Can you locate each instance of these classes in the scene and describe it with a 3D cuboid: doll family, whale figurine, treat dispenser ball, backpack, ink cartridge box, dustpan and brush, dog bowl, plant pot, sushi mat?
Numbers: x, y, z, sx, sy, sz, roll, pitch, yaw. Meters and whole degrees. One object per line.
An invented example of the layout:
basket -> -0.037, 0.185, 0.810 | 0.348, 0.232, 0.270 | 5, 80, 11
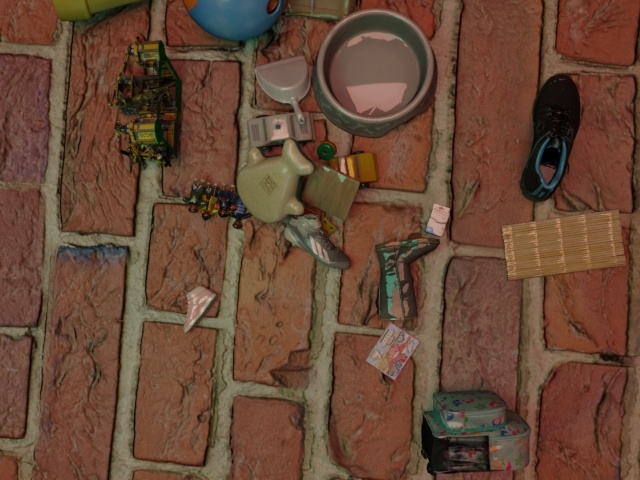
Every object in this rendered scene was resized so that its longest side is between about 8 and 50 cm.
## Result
doll family -> -0.275, -0.097, 1.713 | 0.193, 0.076, 0.111 | 9, 84, 1
whale figurine -> -0.098, -0.164, 1.627 | 0.216, 0.141, 0.272 | 51, 136, 3
treat dispenser ball -> -0.223, -0.667, 1.626 | 0.288, 0.288, 0.288 | 0, 88, 4
backpack -> 0.390, 0.479, 1.569 | 0.253, 0.225, 0.191 | 4, 93, 0
ink cartridge box -> 0.316, -0.056, 1.692 | 0.048, 0.028, 0.083 | 19, 89, 4
dustpan and brush -> -0.080, -0.401, 1.699 | 0.147, 0.060, 0.211 | -17, 55, -9
dog bowl -> 0.145, -0.455, 1.685 | 0.349, 0.102, 0.349 | 0, 87, 4
plant pot -> -0.597, -0.727, 1.690 | 0.239, 0.254, 0.254 | -7, 87, -12
sushi mat -> 0.647, 0.013, 1.672 | 0.316, 0.019, 0.151 | -8, 86, 4

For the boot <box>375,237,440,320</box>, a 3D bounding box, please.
boot -> 0.236, 0.103, 1.668 | 0.189, 0.076, 0.208 | -10, 80, 18

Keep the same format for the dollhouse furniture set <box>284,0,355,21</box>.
dollhouse furniture set -> 0.020, -0.768, 1.725 | 0.197, 0.151, 0.301 | 13, 117, 11

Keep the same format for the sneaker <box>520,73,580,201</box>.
sneaker -> 0.612, -0.271, 1.626 | 0.125, 0.139, 0.341 | 10, 87, 6

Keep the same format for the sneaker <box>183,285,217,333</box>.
sneaker -> -0.347, 0.183, 1.718 | 0.070, 0.051, 0.134 | 35, 87, 6

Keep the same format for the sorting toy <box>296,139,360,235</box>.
sorting toy -> 0.029, -0.132, 1.647 | 0.132, 0.046, 0.274 | 26, 132, 7

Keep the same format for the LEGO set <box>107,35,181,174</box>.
LEGO set -> -0.490, -0.353, 1.654 | 0.192, 0.255, 0.331 | -2, 84, 4

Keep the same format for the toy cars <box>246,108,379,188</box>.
toy cars -> -0.025, -0.245, 1.694 | 0.393, 0.087, 0.176 | 33, 90, 5

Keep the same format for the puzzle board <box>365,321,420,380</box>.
puzzle board -> 0.195, 0.298, 1.694 | 0.096, 0.011, 0.128 | 33, 90, 4

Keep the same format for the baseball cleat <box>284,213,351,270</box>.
baseball cleat -> 0.000, 0.000, 1.678 | 0.206, 0.072, 0.109 | 27, 121, 5
